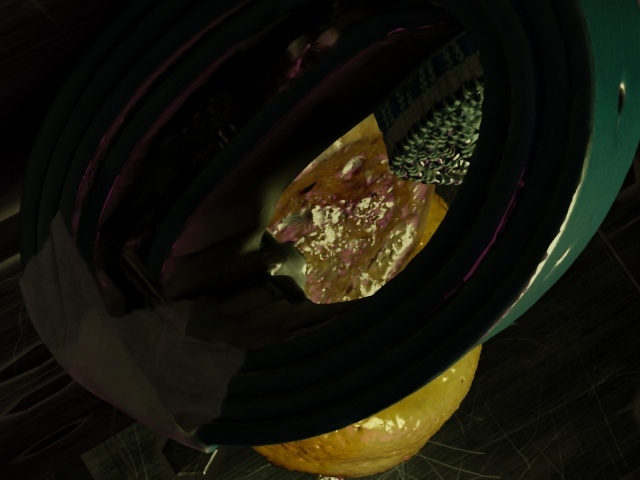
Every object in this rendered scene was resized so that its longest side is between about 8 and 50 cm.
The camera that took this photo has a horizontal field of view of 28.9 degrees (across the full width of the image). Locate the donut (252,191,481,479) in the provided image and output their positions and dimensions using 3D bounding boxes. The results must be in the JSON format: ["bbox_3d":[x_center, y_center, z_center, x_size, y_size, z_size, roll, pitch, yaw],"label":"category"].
[{"bbox_3d":[0.055,0.107,1.646,0.435,0.377,0.163,-34,176,-29],"label":"donut"}]

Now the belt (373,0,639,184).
[{"bbox_3d":[0.151,-0.174,1.104,0.207,0.160,0.295,-8,160,-18],"label":"belt"}]

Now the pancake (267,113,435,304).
[{"bbox_3d":[-0.001,-0.001,1.404,0.356,0.065,0.356,-25,136,-27],"label":"pancake"}]

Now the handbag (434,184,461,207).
[{"bbox_3d":[0.216,-0.083,1.771,0.089,0.175,0.270,-33,172,-19],"label":"handbag"}]

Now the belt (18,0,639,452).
[{"bbox_3d":[0.000,-0.042,0.801,0.436,0.300,0.173,-38,170,31],"label":"belt"}]
